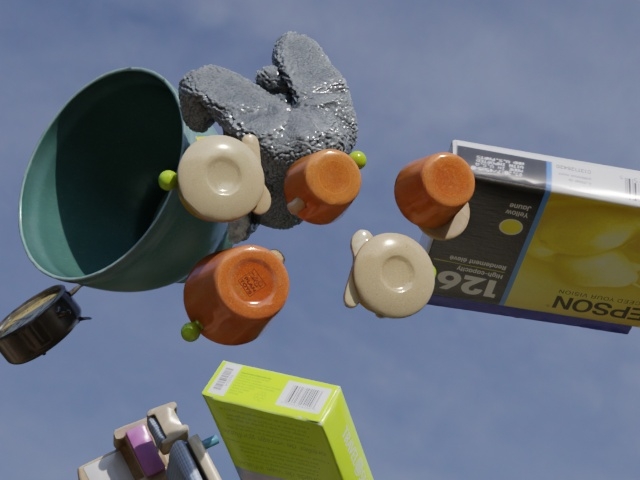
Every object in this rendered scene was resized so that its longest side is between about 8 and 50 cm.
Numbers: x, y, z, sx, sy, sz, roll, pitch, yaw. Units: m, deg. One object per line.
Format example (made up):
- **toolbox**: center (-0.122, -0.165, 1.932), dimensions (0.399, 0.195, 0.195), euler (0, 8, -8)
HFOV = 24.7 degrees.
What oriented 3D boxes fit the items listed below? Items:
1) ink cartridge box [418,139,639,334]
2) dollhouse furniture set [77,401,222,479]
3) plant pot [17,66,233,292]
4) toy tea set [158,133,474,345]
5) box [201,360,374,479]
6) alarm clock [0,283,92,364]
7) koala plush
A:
- **ink cartridge box**: center (0.272, 0.024, 1.747), dimensions (0.304, 0.072, 0.307), euler (8, -42, -3)
- **dollhouse furniture set**: center (-0.183, 0.307, 1.523), dimensions (0.286, 0.198, 0.303), euler (60, -18, 17)
- **plant pot**: center (-0.226, -0.054, 1.923), dimensions (0.293, 0.293, 0.196), euler (-11, -27, 35)
- **toy tea set**: center (0.000, 0.000, 1.468), dimensions (0.336, 0.200, 0.124), euler (-1, -12, -20)
- **box**: center (-0.016, 0.175, 1.144), dimensions (0.109, 0.042, 0.178), euler (10, -42, 28)
- **alarm clock**: center (-0.420, 0.132, 2.093), dimensions (0.192, 0.129, 0.064), euler (-27, -72, 13)
- **koala plush**: center (-0.049, -0.096, 1.773), dimensions (0.203, 0.196, 0.221), euler (49, -30, 34)
